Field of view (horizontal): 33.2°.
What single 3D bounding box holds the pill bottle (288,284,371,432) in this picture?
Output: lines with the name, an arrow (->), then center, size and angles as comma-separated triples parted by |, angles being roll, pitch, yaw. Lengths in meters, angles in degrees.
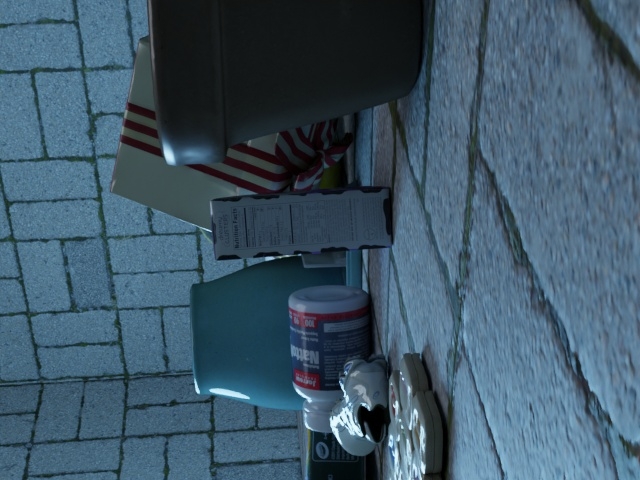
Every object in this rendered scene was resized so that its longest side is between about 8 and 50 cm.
pill bottle -> 0.014, 0.157, 1.430 | 0.108, 0.108, 0.180 | -114, 20, -79

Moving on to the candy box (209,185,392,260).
candy box -> -0.027, -0.022, 1.237 | 0.165, 0.196, 0.070 | -139, 45, -85

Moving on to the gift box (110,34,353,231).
gift box -> -0.101, -0.159, 1.423 | 0.255, 0.258, 0.276 | -49, -22, -59

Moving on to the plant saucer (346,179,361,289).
plant saucer -> 0.046, 0.015, 1.513 | 0.067, 0.018, 0.192 | -102, 11, -64

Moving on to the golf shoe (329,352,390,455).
golf shoe -> 0.051, 0.217, 1.280 | 0.086, 0.069, 0.176 | -105, 11, -45

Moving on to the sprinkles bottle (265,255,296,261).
sprinkles bottle -> -0.049, -0.087, 2.066 | 0.121, 0.121, 0.355 | -97, 6, -46

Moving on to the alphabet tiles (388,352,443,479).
alphabet tiles -> 0.093, 0.257, 1.004 | 0.278, 0.021, 0.284 | -104, 12, -68

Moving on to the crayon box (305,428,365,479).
crayon box -> 0.019, 0.374, 1.581 | 0.323, 0.083, 0.203 | 90, -179, -46

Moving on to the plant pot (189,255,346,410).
plant pot -> -0.082, 0.153, 1.753 | 0.271, 0.255, 0.271 | 177, 90, -87

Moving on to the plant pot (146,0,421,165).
plant pot -> -0.033, -0.202, 0.963 | 0.263, 0.229, 0.263 | 177, 90, -87

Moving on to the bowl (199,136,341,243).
bowl -> -0.064, -0.105, 1.767 | 0.156, 0.290, 0.289 | 14, -113, -50

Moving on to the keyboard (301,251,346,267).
keyboard -> 0.000, 0.000, 1.756 | 0.256, 0.072, 0.014 | -105, 9, -72
